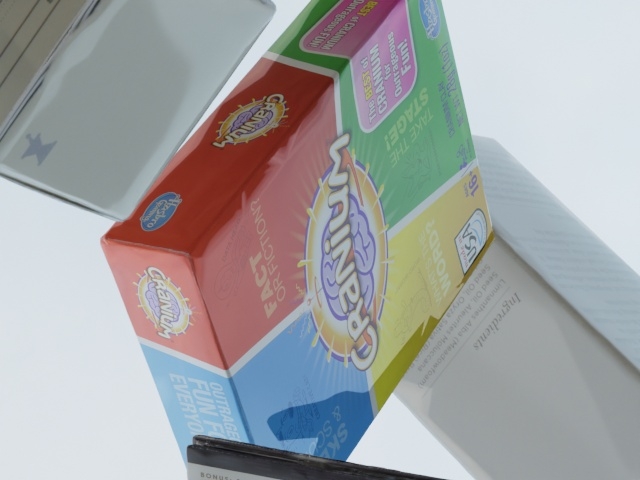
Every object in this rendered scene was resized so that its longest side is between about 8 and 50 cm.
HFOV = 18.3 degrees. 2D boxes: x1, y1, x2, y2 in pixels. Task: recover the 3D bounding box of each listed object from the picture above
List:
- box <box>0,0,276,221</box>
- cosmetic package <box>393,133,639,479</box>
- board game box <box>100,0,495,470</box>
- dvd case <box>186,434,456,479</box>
[{"bbox_3d":[-0.186,-0.159,1.021,0.311,0.148,0.121,42,-171,31],"label":"box"},{"bbox_3d":[0.194,0.105,1.614,0.453,0.161,0.230,46,-159,26],"label":"cosmetic package"},{"bbox_3d":[0.000,0.000,1.273,0.064,0.242,0.316,8,-137,30],"label":"board game box"},{"bbox_3d":[0.008,0.218,1.075,0.165,0.221,0.018,8,-156,21],"label":"dvd case"}]
